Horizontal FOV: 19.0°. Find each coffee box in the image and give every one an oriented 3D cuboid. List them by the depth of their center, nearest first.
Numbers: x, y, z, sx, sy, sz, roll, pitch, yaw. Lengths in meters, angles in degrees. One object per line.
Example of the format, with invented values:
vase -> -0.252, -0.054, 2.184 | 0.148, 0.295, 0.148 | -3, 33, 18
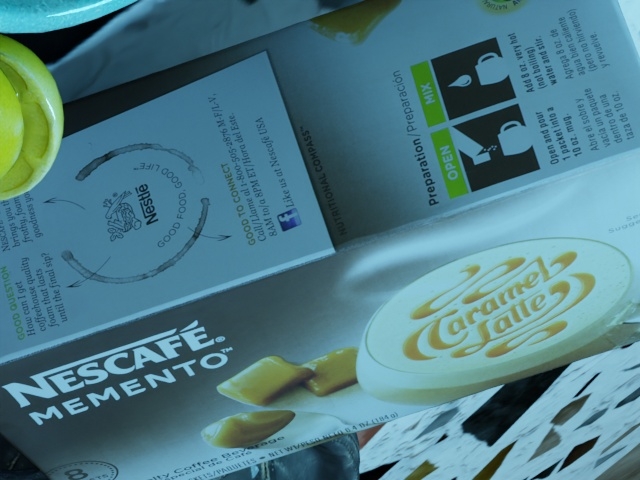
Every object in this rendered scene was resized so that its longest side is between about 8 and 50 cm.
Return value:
coffee box -> 0.000, 0.000, 0.685 | 0.247, 0.098, 0.141 | -18, 149, 6

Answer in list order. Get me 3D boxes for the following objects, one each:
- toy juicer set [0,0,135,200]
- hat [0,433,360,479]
toy juicer set -> -0.059, -0.088, 0.503 | 0.329, 0.089, 0.209 | -27, 147, -26
hat -> -0.067, 0.112, 0.912 | 0.331, 0.134, 0.331 | -32, 160, -13
